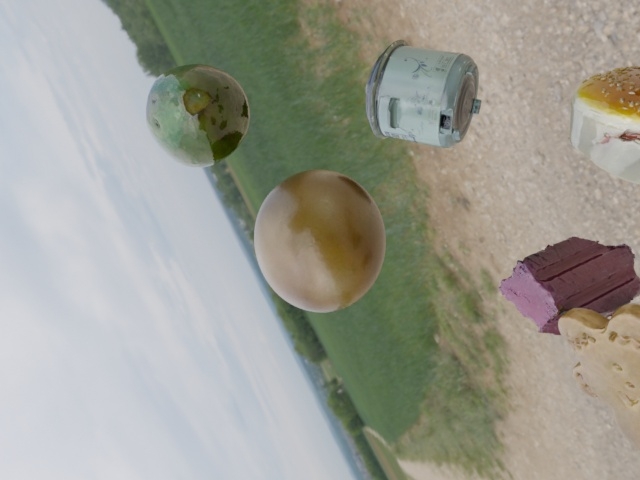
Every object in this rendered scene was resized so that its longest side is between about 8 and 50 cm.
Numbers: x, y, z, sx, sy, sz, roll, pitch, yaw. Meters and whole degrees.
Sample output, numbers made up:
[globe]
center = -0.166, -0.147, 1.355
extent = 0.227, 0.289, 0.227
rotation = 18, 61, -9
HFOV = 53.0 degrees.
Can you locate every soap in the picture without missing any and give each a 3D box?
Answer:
[soap]
center = 0.528, 0.086, 1.301
extent = 0.182, 0.289, 0.112
rotation = 56, 148, 22

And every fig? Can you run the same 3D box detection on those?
[fig]
center = -0.211, -0.221, 1.113
extent = 0.181, 0.181, 0.191
rotation = 63, 174, -7

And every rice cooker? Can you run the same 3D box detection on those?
[rice cooker]
center = 0.260, -0.383, 1.702
extent = 0.316, 0.317, 0.264
rotation = -123, 19, -45

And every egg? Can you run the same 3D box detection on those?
[egg]
center = 0.000, 0.000, 1.372
extent = 0.351, 0.283, 0.282
rotation = -106, -7, -55

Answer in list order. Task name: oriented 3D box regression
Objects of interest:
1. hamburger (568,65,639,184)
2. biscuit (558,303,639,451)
[hamburger]
center = 0.543, -0.208, 1.058
extent = 0.227, 0.295, 0.151
rotation = 37, 137, 28
[biscuit]
center = 0.518, 0.249, 0.996
extent = 0.355, 0.052, 0.275
rotation = 56, 156, -10
